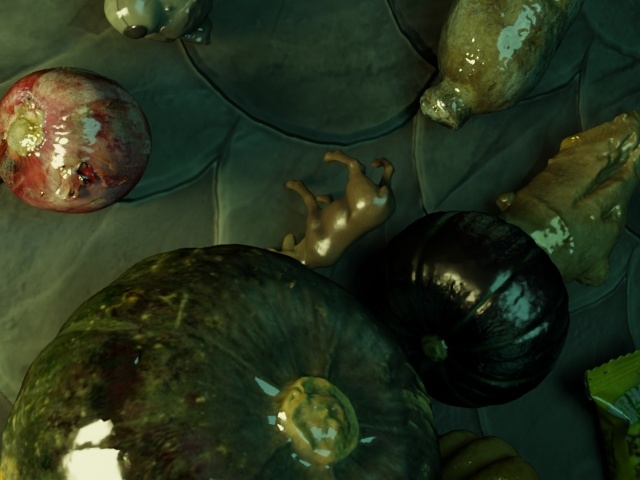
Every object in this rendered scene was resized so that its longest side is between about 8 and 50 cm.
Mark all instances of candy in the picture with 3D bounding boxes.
[{"bbox_3d":[0.459,0.294,1.720,0.187,0.081,0.297,-20,108,-34],"label":"candy"}]

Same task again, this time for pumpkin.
[{"bbox_3d":[0.197,0.066,1.466,0.248,0.248,0.248,4,83,-34],"label":"pumpkin"},{"bbox_3d":[-0.093,0.226,1.184,0.454,0.344,0.455,17,58,-30],"label":"pumpkin"}]

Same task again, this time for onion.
[{"bbox_3d":[-0.242,-0.101,1.247,0.195,0.159,0.160,2,83,-61],"label":"onion"}]

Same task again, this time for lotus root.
[{"bbox_3d":[0.249,-0.289,1.579,0.175,0.175,0.350,37,69,-26],"label":"lotus root"}]

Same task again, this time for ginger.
[{"bbox_3d":[0.355,-0.057,1.652,0.190,0.126,0.354,38,66,-3],"label":"ginger"}]

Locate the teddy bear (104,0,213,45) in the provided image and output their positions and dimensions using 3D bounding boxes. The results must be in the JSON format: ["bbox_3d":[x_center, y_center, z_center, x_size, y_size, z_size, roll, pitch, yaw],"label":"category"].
[{"bbox_3d":[-0.193,-0.299,1.268,0.251,0.171,0.144,35,45,-18],"label":"teddy bear"}]

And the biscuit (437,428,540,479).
[{"bbox_3d":[0.106,0.350,1.324,0.107,0.325,0.326,35,67,-27],"label":"biscuit"}]

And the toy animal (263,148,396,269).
[{"bbox_3d":[0.000,0.000,1.398,0.093,0.214,0.186,26,40,-38],"label":"toy animal"}]
